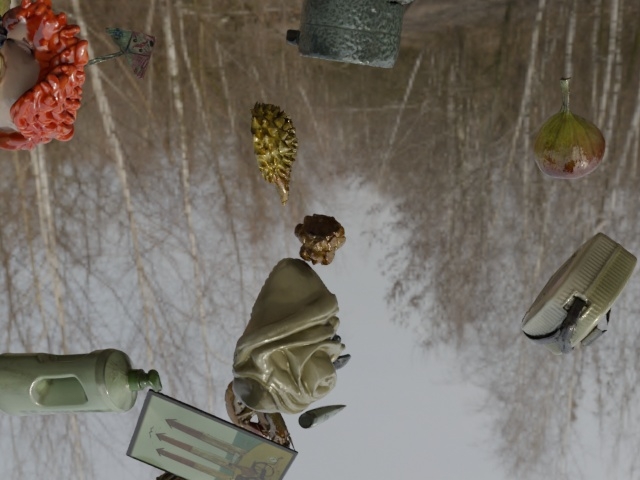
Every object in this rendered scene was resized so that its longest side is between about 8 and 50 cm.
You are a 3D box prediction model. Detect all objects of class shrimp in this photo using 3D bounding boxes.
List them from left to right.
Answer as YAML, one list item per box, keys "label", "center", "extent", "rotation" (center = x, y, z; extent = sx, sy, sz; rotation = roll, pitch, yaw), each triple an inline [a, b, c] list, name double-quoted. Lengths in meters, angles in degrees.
- label: "shrimp"
  center: [-0.182, 0.528, 2.228]
  extent: [0.152, 0.287, 0.063]
  rotation: [-28, -179, 9]

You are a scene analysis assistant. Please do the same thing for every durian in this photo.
- label: "durian"
  center: [-0.080, -0.174, 1.548]
  extent: [0.078, 0.224, 0.140]
  rotation: [-10, -153, 10]

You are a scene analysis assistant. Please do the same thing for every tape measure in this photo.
- label: "tape measure"
  center: [0.500, 0.137, 1.521]
  extent: [0.133, 0.271, 0.231]
  rotation: [39, -119, 9]

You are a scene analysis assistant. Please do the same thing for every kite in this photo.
- label: "kite"
  center: [-0.382, -0.360, 1.470]
  extent: [0.152, 0.137, 0.005]
  rotation: [-33, 169, -18]

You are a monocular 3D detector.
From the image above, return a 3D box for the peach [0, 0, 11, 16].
- label: "peach"
  center: [-0.754, -0.462, 1.550]
  extent: [0.248, 0.245, 0.275]
  rotation: [-35, -172, 15]

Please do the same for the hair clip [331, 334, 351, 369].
- label: "hair clip"
  center: [-0.046, 0.314, 2.179]
  extent: [0.194, 0.310, 0.206]
  rotation: [-29, -112, -34]

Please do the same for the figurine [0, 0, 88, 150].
- label: "figurine"
  center: [-0.572, -0.290, 1.277]
  extent: [0.306, 0.241, 0.412]
  rotation: [-36, 159, 31]

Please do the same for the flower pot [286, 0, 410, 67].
- label: "flower pot"
  center: [0.071, -0.567, 1.800]
  extent: [0.299, 0.283, 0.299]
  rotation: [7, -163, -2]

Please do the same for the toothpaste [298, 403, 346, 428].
- label: "toothpaste"
  center: [0.003, 0.408, 1.791]
  extent: [0.062, 0.039, 0.239]
  rotation: [-16, 171, 16]

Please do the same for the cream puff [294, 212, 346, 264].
- label: "cream puff"
  center: [0.000, 0.000, 1.714]
  extent: [0.116, 0.094, 0.122]
  rotation: [-5, -138, 0]

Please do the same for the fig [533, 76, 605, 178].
- label: "fig"
  center: [0.550, -0.252, 1.728]
  extent: [0.160, 0.231, 0.143]
  rotation: [-26, -170, -4]

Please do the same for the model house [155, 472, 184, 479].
- label: "model house"
  center: [-0.240, 0.562, 1.774]
  extent: [0.234, 0.175, 0.193]
  rotation: [-38, -172, -12]

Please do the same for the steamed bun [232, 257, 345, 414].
- label: "steamed bun"
  center: [-0.049, 0.234, 1.700]
  extent: [0.219, 0.310, 0.324]
  rotation: [22, -120, 12]

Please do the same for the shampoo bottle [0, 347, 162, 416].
- label: "shampoo bottle"
  center: [-0.344, 0.204, 1.095]
  extent: [0.234, 0.118, 0.087]
  rotation: [-4, -124, 11]

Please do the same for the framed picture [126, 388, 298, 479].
- label: "framed picture"
  center: [-0.231, 0.440, 1.577]
  extent: [0.324, 0.244, 0.013]
  rotation: [23, -142, -3]
